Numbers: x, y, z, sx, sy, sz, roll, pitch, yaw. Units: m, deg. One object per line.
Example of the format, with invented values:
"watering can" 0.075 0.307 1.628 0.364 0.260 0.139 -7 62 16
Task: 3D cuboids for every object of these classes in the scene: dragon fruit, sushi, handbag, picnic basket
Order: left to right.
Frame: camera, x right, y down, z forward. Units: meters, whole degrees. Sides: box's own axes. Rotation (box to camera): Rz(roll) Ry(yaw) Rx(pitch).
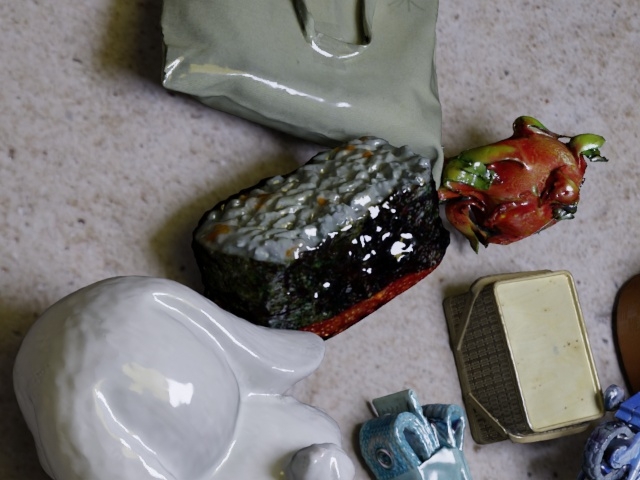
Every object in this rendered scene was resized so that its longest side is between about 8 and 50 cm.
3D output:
"handbag" -0.013 -0.200 1.794 0.316 0.109 0.253 18 61 -31
"sushi" 0.000 0.000 1.700 0.225 0.136 0.126 -32 124 -19
"dragon fruit" 0.177 -0.053 1.870 0.175 0.138 0.142 13 91 -21
"picnic basket" 0.196 0.113 1.865 0.115 0.079 0.164 -5 79 -39

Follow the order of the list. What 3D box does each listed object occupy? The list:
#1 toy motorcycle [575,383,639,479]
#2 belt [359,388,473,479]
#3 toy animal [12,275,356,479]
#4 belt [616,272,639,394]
"toy motorcycle" 0.317 0.193 1.860 0.205 0.076 0.114 -29 127 -38
"belt" 0.129 0.275 1.771 0.087 0.072 0.302 -27 94 -35
"toy animal" -0.120 0.141 1.545 0.265 0.206 0.271 45 57 -21
"belt" 0.419 0.136 2.008 0.184 0.105 0.261 -30 94 -41
